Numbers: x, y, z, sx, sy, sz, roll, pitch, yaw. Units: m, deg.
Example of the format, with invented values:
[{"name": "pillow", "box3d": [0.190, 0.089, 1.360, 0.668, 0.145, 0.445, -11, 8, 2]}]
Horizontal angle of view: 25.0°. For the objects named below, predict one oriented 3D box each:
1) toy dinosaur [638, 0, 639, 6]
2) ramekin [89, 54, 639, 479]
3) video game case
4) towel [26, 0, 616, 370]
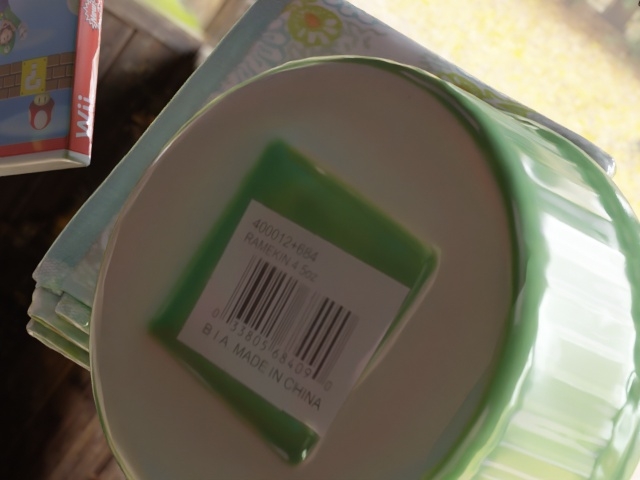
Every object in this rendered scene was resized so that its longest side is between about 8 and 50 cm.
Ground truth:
[{"name": "toy dinosaur", "box3d": [0.332, -0.248, 1.186, 0.160, 0.121, 0.313, 1, 30, -20]}, {"name": "ramekin", "box3d": [0.020, 0.047, 0.788, 0.303, 0.303, 0.148, 49, 13, 33]}, {"name": "video game case", "box3d": [-0.214, -0.181, 0.928, 0.204, 0.285, 0.025, -3, -11, 37]}, {"name": "towel", "box3d": [0.000, 0.000, 1.114, 0.321, 0.374, 0.090, 33, -20, 10]}]
